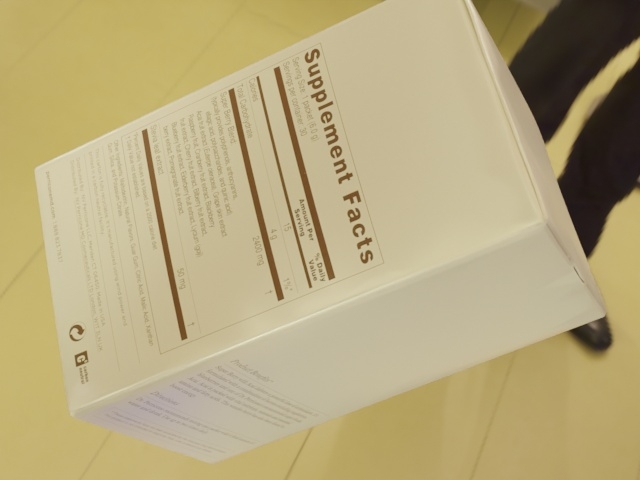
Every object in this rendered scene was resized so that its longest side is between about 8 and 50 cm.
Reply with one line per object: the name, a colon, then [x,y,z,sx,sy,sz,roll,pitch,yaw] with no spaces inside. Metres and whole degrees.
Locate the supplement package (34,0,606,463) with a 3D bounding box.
supplement package: [0.000,0.000,0.696,0.293,0.177,0.175,-22,62,15]
